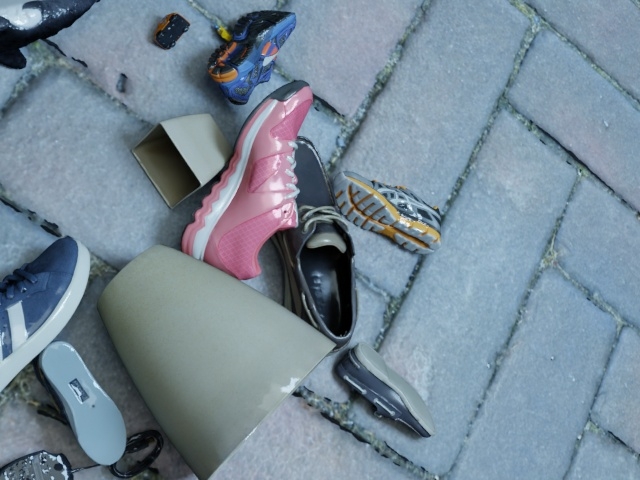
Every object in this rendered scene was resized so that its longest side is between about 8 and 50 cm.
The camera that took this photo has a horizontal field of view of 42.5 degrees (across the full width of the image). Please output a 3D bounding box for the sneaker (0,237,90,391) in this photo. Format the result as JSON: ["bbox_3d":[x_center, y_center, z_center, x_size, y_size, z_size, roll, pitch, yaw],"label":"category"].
[{"bbox_3d":[-0.440,0.107,1.029,0.148,0.131,0.350,51,61,-31],"label":"sneaker"}]

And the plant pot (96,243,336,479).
[{"bbox_3d":[-0.164,0.141,1.124,0.274,0.256,0.256,43,64,6],"label":"plant pot"}]

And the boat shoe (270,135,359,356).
[{"bbox_3d":[0.000,0.000,1.274,0.132,0.130,0.355,-10,84,-27],"label":"boat shoe"}]

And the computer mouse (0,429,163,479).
[{"bbox_3d":[-0.328,0.308,1.114,0.242,0.041,0.071,-9,80,-33],"label":"computer mouse"}]

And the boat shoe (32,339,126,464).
[{"bbox_3d":[-0.324,0.214,1.109,0.065,0.083,0.183,-30,101,-28],"label":"boat shoe"}]

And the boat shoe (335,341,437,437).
[{"bbox_3d":[0.107,0.250,1.326,0.065,0.075,0.206,-38,106,17],"label":"boat shoe"}]

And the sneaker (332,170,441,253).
[{"bbox_3d":[0.114,-0.059,1.377,0.215,0.084,0.083,32,55,-20],"label":"sneaker"}]

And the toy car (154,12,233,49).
[{"bbox_3d":[-0.207,-0.327,1.308,0.122,0.060,0.040,10,30,-40],"label":"toy car"}]

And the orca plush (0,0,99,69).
[{"bbox_3d":[-0.437,-0.302,1.177,0.151,0.102,0.287,31,45,32],"label":"orca plush"}]

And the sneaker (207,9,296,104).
[{"bbox_3d":[-0.106,-0.300,1.323,0.221,0.083,0.087,-54,146,-35],"label":"sneaker"}]

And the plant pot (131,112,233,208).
[{"bbox_3d":[-0.196,-0.129,1.228,0.096,0.109,0.109,-37,96,-38],"label":"plant pot"}]

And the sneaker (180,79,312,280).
[{"bbox_3d":[-0.075,-0.082,1.215,0.136,0.116,0.313,31,94,6],"label":"sneaker"}]
